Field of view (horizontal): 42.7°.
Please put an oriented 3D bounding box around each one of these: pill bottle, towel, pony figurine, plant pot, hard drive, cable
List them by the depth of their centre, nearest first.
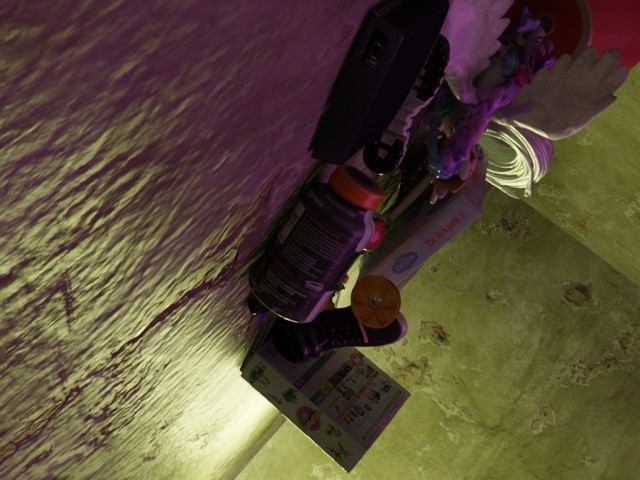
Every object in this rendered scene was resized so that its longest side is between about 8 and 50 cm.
[{"bbox_3d":[0.083,-0.221,1.114,0.172,0.054,0.255,-42,165,-41],"label":"hard drive"},{"bbox_3d":[0.000,0.000,1.287,0.246,0.130,0.130,-55,168,20],"label":"pill bottle"},{"bbox_3d":[0.297,-0.261,1.388,0.351,0.302,0.363,-57,-175,37],"label":"pony figurine"},{"bbox_3d":[0.479,-0.422,1.591,0.243,0.275,0.275,-22,150,-48],"label":"plant pot"},{"bbox_3d":[-0.120,0.151,1.601,0.060,0.009,0.083,-44,166,-38],"label":"towel"},{"bbox_3d":[0.420,-0.231,1.910,0.089,0.257,0.257,-53,169,-21],"label":"cable"}]

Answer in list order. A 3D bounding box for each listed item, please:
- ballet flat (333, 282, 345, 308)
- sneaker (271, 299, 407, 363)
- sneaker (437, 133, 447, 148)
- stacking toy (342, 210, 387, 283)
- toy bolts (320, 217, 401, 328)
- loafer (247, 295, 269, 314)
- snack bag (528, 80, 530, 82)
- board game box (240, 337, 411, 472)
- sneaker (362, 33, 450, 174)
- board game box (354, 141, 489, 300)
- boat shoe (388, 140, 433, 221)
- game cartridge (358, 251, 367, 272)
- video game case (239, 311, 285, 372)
[{"bbox_3d":[-0.007,0.168,1.951,0.203,0.074,0.074,-55,168,20],"label":"ballet flat"},{"bbox_3d":[0.027,0.192,1.638,0.295,0.105,0.147,-3,-160,40],"label":"sneaker"},{"bbox_3d":[0.284,-0.206,1.937,0.175,0.064,0.067,-40,178,41],"label":"sneaker"},{"bbox_3d":[0.078,0.011,1.804,0.167,0.052,0.221,-57,178,1],"label":"stacking toy"},{"bbox_3d":[0.039,0.054,1.507,0.158,0.218,0.229,-10,119,-60],"label":"toy bolts"},{"bbox_3d":[-0.044,0.052,1.424,0.223,0.078,0.076,-37,170,21],"label":"loafer"},{"bbox_3d":[0.554,-0.463,1.865,0.343,0.037,0.323,-62,-164,23],"label":"snack bag"},{"bbox_3d":[0.014,0.312,1.754,0.224,0.303,0.097,-36,161,-52],"label":"board game box"},{"bbox_3d":[0.134,-0.221,1.280,0.106,0.078,0.234,-62,177,-61],"label":"sneaker"},{"bbox_3d":[0.228,-0.053,1.803,0.318,0.066,0.318,-43,-168,31],"label":"board game box"},{"bbox_3d":[0.190,-0.127,1.767,0.183,0.083,0.065,-47,170,-13],"label":"boat shoe"},{"bbox_3d":[0.193,0.008,2.097,0.297,0.062,0.198,-56,-171,19],"label":"game cartridge"},{"bbox_3d":[-0.074,0.160,1.774,0.196,0.026,0.274,-41,165,-44],"label":"video game case"}]
